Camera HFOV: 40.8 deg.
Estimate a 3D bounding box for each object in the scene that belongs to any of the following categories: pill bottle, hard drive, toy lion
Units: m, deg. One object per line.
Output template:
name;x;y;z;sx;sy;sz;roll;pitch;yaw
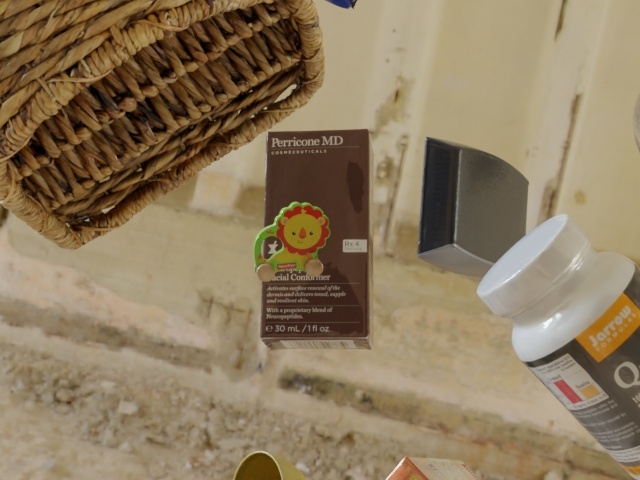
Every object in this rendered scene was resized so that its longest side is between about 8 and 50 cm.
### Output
pill bottle;0.313;0.114;0.938;0.278;0.162;0.162;46;0;-2
hard drive;0.214;-0.038;1.161;0.054;0.171;0.255;0;-8;35
toy lion;-0.037;-0.001;1.098;0.100;0.096;0.034;-6;12;-9

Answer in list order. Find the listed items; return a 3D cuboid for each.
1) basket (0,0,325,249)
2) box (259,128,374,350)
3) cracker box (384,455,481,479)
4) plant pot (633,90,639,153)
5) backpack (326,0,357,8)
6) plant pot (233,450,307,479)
basket;-0.145;-0.137;0.701;0.299;0.223;0.213;-32;16;-7
box;0.000;0.000;1.537;0.191;0.381;0.143;-2;-16;6
cracker box;0.149;0.410;1.313;0.067;0.155;0.232;42;9;31
plant pot;0.381;-0.011;0.593;0.305;0.334;0.334;51;-20;-28
backpack;0.039;-0.352;1.069;0.098;0.101;0.120;16;-11;-9
plant pot;-0.072;0.428;1.454;0.095;0.134;0.134;18;-3;-41
